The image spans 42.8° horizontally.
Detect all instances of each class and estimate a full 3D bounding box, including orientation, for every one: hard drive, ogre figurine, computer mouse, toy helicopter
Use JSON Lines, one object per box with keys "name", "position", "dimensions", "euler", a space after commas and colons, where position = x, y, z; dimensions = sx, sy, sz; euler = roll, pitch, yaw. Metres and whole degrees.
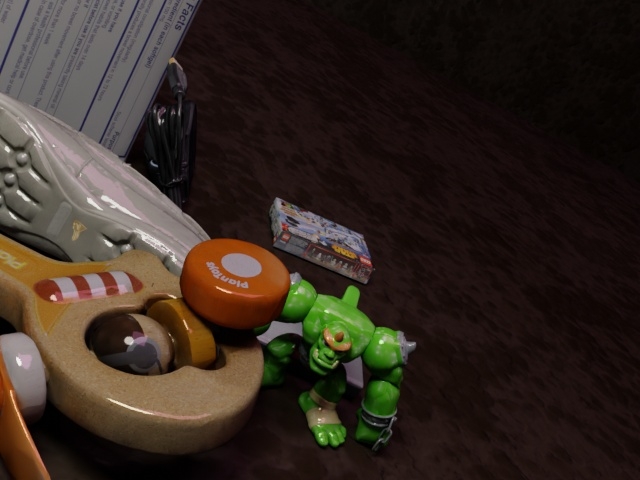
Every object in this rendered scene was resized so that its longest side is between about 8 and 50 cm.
{"name": "hard drive", "position": [-0.020, 0.103, 0.836], "dimensions": [0.135, 0.022, 0.094], "euler": [27, 23, -12]}
{"name": "ogre figurine", "position": [-0.004, 0.101, 0.736], "dimensions": [0.197, 0.118, 0.097], "euler": [37, 23, 14]}
{"name": "computer mouse", "position": [-0.176, -0.125, 0.925], "dimensions": [0.060, 0.184, 0.262], "euler": [1, 31, -6]}
{"name": "toy helicopter", "position": [-0.212, 0.055, 0.610], "dimensions": [0.355, 0.140, 0.235], "euler": [26, 30, 13]}

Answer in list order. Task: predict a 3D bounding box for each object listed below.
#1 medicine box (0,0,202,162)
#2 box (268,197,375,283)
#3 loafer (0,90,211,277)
{"name": "medicine box", "position": [-0.303, -0.242, 0.865], "dimensions": [0.289, 0.263, 0.149], "euler": [4, 36, -48]}
{"name": "box", "position": [0.000, 0.000, 1.062], "dimensions": [0.137, 0.027, 0.094], "euler": [23, 23, -19]}
{"name": "loafer", "position": [-0.228, -0.040, 0.767], "dimensions": [0.319, 0.112, 0.111], "euler": [40, 18, -1]}
